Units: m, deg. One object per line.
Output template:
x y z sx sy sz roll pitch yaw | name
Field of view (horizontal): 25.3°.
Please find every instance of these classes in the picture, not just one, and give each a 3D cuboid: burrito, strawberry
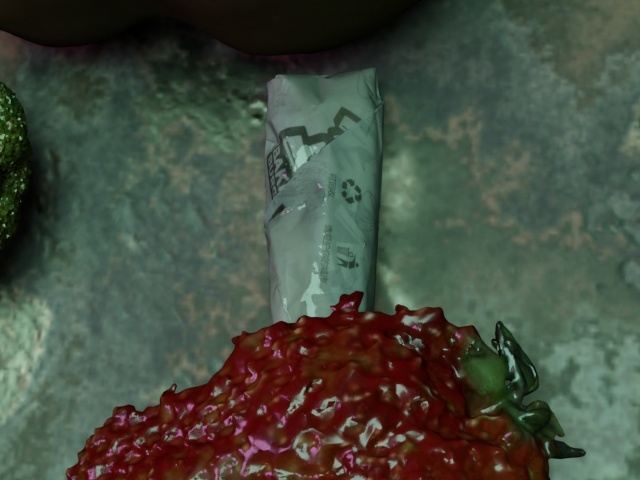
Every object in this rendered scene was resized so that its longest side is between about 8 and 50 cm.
-0.001 -0.001 0.742 0.064 0.064 0.203 0 74 6 | burrito
0.000 0.128 0.657 0.236 0.107 0.175 -33 99 11 | strawberry

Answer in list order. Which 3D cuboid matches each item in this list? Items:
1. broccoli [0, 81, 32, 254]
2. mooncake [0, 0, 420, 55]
-0.212 -0.040 0.744 0.131 0.120 0.130 -23 80 25 | broccoli
-0.065 -0.330 0.735 0.467 0.262 0.467 -1 74 4 | mooncake
